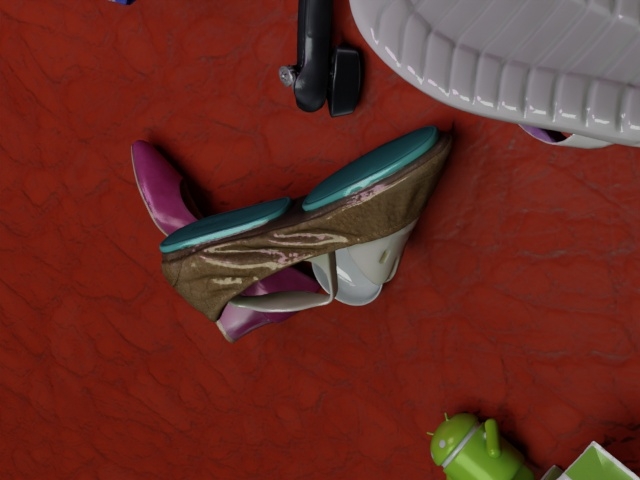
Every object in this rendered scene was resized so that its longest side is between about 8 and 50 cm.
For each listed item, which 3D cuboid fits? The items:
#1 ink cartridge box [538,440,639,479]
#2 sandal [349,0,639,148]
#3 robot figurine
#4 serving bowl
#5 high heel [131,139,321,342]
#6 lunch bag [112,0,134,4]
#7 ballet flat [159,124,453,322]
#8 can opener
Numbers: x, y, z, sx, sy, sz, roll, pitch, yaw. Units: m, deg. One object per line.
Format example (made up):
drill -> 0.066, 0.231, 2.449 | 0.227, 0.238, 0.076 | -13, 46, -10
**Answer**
ink cartridge box -> 0.288, 0.307, 1.494 | 0.189, 0.097, 0.255 | 40, 129, 7
sandal -> 0.210, -0.149, 1.265 | 0.416, 0.169, 0.102 | 24, 167, 20
robot figurine -> 0.163, 0.224, 1.545 | 0.115, 0.067, 0.101 | 40, 135, 7
serving bowl -> 0.033, 0.024, 1.539 | 0.083, 0.027, 0.083 | 16, 123, 25
high heel -> -0.104, -0.019, 1.591 | 0.117, 0.082, 0.244 | -31, 83, 9
lunch bag -> -0.220, -0.394, 1.415 | 0.221, 0.138, 0.293 | 18, 112, 22
ballet flat -> 0.000, 0.000, 1.469 | 0.342, 0.116, 0.124 | -22, 106, 24
can opener -> -0.003, -0.205, 1.419 | 0.059, 0.073, 0.186 | -133, 36, -57
